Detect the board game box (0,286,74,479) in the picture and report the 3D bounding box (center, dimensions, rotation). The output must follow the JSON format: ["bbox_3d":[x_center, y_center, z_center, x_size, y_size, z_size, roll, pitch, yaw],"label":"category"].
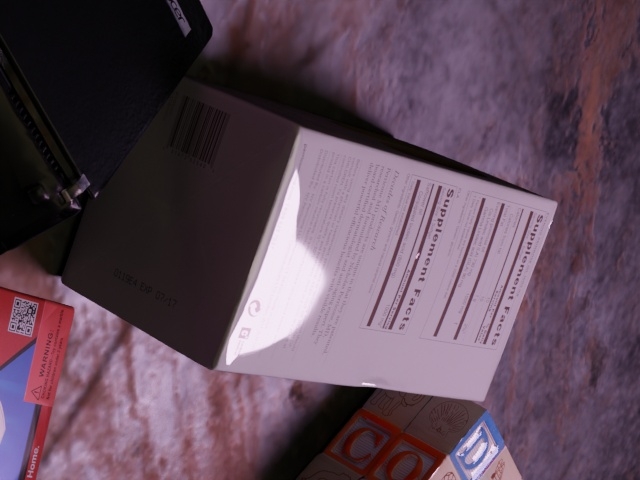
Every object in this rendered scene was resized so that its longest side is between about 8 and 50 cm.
[{"bbox_3d":[-0.189,0.151,0.706,0.145,0.027,0.281,22,78,-55],"label":"board game box"}]

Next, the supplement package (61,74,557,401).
[{"bbox_3d":[0.000,0.000,0.954,0.244,0.139,0.134,12,100,-50],"label":"supplement package"}]

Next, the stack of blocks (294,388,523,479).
[{"bbox_3d":[0.081,0.250,1.196,0.171,0.087,0.297,-48,136,-19],"label":"stack of blocks"}]

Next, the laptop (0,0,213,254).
[{"bbox_3d":[-0.199,-0.112,0.751,0.264,0.136,0.234,-29,117,-3],"label":"laptop"}]
